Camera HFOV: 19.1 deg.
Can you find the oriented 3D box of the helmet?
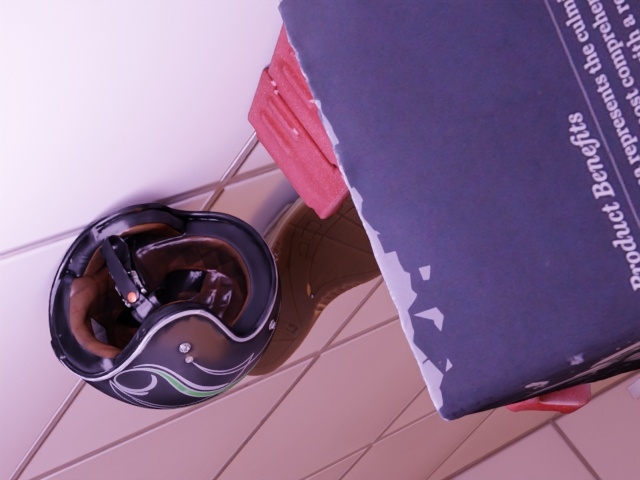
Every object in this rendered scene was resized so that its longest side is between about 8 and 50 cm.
[{"bbox_3d":[-0.117,0.055,1.520,0.161,0.169,0.169,9,132,-48],"label":"helmet"}]

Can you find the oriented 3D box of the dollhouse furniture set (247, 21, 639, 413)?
[{"bbox_3d":[0.139,-0.033,1.458,0.201,0.374,0.152,-32,168,-26],"label":"dollhouse furniture set"}]

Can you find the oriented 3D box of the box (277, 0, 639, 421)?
[{"bbox_3d":[0.321,-0.128,1.175,0.471,0.297,0.480,-26,169,33],"label":"box"}]

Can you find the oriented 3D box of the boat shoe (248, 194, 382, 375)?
[{"bbox_3d":[0.000,0.000,1.762,0.302,0.109,0.098,-49,-159,30],"label":"boat shoe"}]
